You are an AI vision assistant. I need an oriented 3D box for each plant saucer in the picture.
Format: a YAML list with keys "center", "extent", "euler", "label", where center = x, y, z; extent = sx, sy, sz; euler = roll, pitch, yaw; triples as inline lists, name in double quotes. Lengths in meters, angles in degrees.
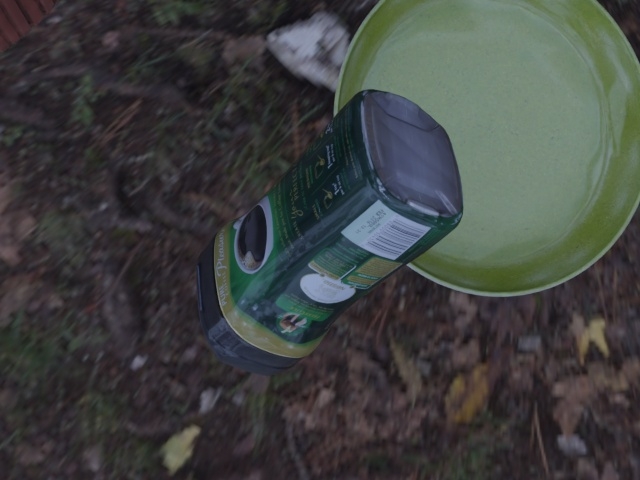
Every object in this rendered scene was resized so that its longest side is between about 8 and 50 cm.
- center: [0.119, -0.080, 1.337]
  extent: [0.241, 0.037, 0.241]
  euler: [1, 86, -16]
  label: "plant saucer"

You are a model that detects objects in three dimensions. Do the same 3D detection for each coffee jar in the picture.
- center: [0.000, 0.000, 1.123]
  extent: [0.079, 0.096, 0.184]
  euler: [22, 134, -31]
  label: "coffee jar"

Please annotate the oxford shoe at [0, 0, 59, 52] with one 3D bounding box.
- center: [-0.269, -0.159, 1.141]
  extent: [0.146, 0.140, 0.397]
  euler: [43, 78, 11]
  label: "oxford shoe"
